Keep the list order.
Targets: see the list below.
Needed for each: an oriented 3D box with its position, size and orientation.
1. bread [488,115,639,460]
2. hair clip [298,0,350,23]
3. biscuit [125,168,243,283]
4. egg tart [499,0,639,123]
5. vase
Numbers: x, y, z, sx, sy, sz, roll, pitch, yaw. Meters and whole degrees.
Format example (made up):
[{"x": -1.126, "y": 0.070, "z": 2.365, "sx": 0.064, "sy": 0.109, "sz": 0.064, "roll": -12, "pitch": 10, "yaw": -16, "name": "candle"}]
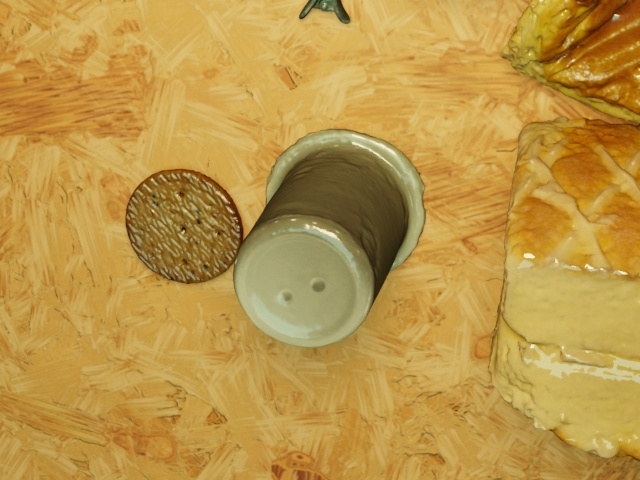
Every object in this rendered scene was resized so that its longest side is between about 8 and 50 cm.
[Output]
[{"x": 0.403, "y": 0.045, "z": 1.231, "sx": 0.371, "sy": 0.390, "sz": 0.279, "roll": 8, "pitch": 125, "yaw": 9, "name": "bread"}, {"x": 0.014, "y": -0.393, "z": 1.304, "sx": 0.070, "sy": 0.039, "sz": 0.230, "roll": 7, "pitch": 122, "yaw": 3, "name": "hair clip"}, {"x": -0.207, "y": -0.020, "z": 1.541, "sx": 0.187, "sy": 0.027, "sz": 0.188, "roll": 4, "pitch": 113, "yaw": 10, "name": "biscuit"}, {"x": 0.407, "y": -0.267, "z": 1.180, "sx": 0.339, "sy": 0.153, "sz": 0.352, "roll": 19, "pitch": 153, "yaw": 6, "name": "egg tart"}, {"x": 0.000, "y": 0.000, "z": 1.357, "sx": 0.244, "sy": 0.291, "sz": 0.245, "roll": 6, "pitch": 113, "yaw": 13, "name": "vase"}]
